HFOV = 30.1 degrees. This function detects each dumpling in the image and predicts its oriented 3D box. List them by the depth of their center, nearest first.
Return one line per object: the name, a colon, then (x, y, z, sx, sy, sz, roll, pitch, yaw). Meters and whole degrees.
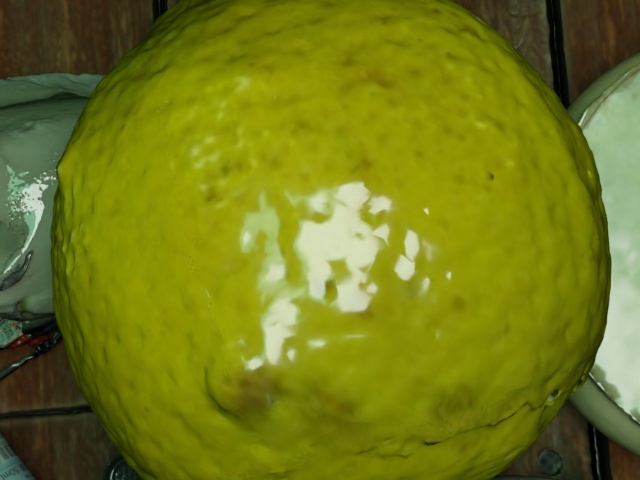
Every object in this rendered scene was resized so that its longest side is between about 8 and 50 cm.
dumpling: (-0.220, -0.033, 0.918, 0.205, 0.293, 0.163, 5, 127, 36)

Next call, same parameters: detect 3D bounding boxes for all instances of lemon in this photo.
lemon: (0.000, 0.000, 0.749, 0.350, 0.350, 0.387, -17, 77, 4)

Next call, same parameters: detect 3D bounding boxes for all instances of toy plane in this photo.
toy plane: (-0.224, 0.062, 0.971, 0.145, 0.037, 0.060, -28, 85, 3)

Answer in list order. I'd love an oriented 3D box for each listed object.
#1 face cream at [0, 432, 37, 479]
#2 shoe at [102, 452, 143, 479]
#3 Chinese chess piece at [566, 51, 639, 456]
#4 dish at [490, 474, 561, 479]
face cream: (-0.220, 0.251, 0.929, 0.075, 0.075, 0.229, -41, 81, 0)
shoe: (-0.134, 0.236, 0.933, 0.062, 0.053, 0.159, -24, 103, -33)
Chinese chess piece: (0.311, 0.009, 0.870, 0.338, 0.140, 0.338, -1, 85, 7)
dish: (0.142, 0.251, 0.863, 0.273, 0.134, 0.273, 3, 122, 5)
